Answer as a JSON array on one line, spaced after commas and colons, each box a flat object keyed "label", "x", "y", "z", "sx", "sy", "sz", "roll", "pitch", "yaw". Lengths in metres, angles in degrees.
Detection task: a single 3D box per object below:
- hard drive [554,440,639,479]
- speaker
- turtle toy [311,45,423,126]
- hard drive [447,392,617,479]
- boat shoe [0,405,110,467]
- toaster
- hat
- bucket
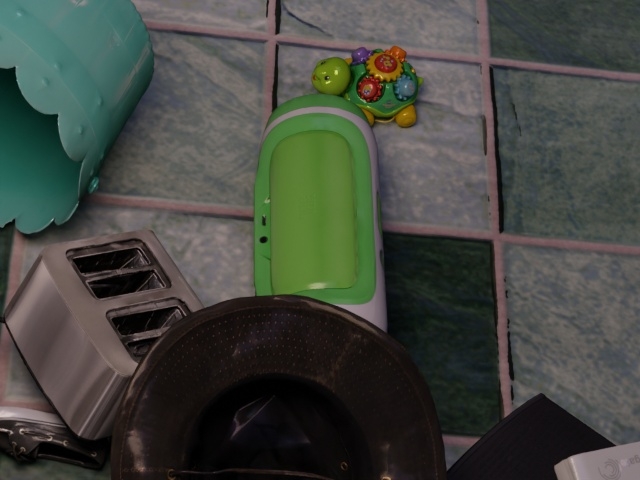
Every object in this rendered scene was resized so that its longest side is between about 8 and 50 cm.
[{"label": "hard drive", "x": 0.353, "y": 0.328, "z": 1.529, "sx": 0.203, "sy": 0.040, "sz": 0.307, "roll": -7, "pitch": 68, "yaw": -26}, {"label": "speaker", "x": 0.000, "y": 0.000, "z": 1.691, "sx": 0.131, "sy": 0.131, "sz": 0.296, "roll": 4, "pitch": 55, "yaw": -8}, {"label": "turtle toy", "x": 0.053, "y": -0.176, "z": 1.858, "sx": 0.130, "sy": 0.066, "sz": 0.095, "roll": -5, "pitch": 56, "yaw": -14}, {"label": "hard drive", "x": 0.188, "y": 0.261, "z": 1.580, "sx": 0.172, "sy": 0.054, "sz": 0.255, "roll": 36, "pitch": 57, "yaw": 21}, {"label": "boat shoe", "x": -0.266, "y": 0.184, "z": 1.560, "sx": 0.142, "sy": 0.049, "sz": 0.040, "roll": 6, "pitch": 55, "yaw": -9}, {"label": "toaster", "x": -0.193, "y": 0.088, "z": 1.570, "sx": 0.186, "sy": 0.110, "sz": 0.168, "roll": -10, "pitch": 54, "yaw": -43}, {"label": "hat", "x": -0.041, "y": 0.220, "z": 1.519, "sx": 0.331, "sy": 0.134, "sz": 0.331, "roll": 2, "pitch": 76, "yaw": -8}, {"label": "bucket", "x": -0.312, "y": -0.164, "z": 1.664, "sx": 0.281, "sy": 0.281, "sz": 0.183, "roll": 27, "pitch": 54, "yaw": 9}]
